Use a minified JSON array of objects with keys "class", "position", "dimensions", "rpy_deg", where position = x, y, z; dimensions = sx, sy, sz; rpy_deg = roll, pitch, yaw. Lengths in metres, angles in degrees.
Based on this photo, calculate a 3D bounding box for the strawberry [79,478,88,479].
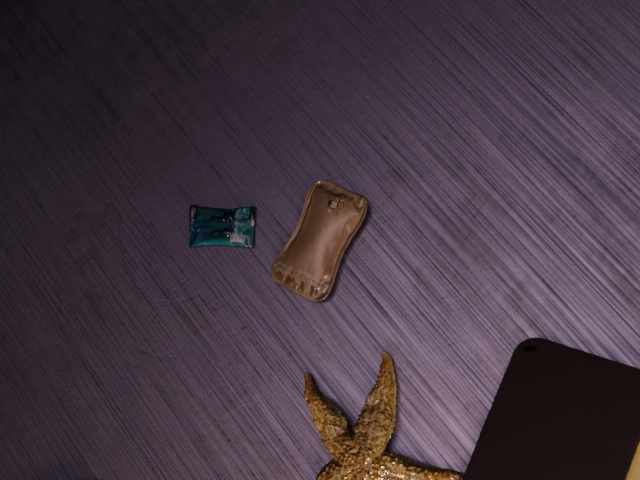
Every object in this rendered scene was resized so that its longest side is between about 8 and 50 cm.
[{"class":"strawberry","position":[-0.490,0.545,1.751],"dimensions":[0.140,0.085,0.192],"rpy_deg":[-4,56,32]}]

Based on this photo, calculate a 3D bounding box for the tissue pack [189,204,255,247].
[{"class":"tissue pack","position":[-0.194,-0.029,1.811],"dimensions":[0.138,0.028,0.085],"rpy_deg":[-1,79,21]}]

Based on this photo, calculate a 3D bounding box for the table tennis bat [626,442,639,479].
[{"class":"table tennis bat","position":[0.569,0.396,1.466],"dimensions":[0.369,0.054,0.224],"rpy_deg":[20,84,25]}]

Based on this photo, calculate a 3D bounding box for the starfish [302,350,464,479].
[{"class":"starfish","position":[0.053,0.382,1.623],"dimensions":[0.347,0.078,0.358],"rpy_deg":[-48,69,6]}]

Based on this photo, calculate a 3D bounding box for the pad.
[{"class":"pad","position":[0.406,0.369,1.511],"dimensions":[0.315,0.063,0.375],"rpy_deg":[17,75,34]}]

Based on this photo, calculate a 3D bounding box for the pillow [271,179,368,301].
[{"class":"pillow","position":[0.000,0.000,1.738],"dimensions":[0.130,0.033,0.217],"rpy_deg":[26,88,22]}]
